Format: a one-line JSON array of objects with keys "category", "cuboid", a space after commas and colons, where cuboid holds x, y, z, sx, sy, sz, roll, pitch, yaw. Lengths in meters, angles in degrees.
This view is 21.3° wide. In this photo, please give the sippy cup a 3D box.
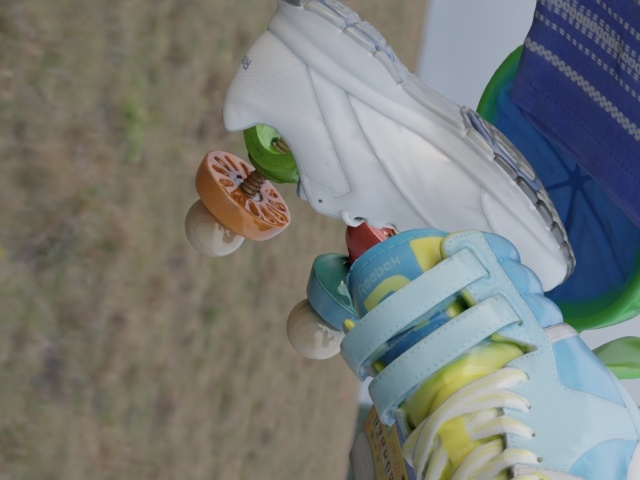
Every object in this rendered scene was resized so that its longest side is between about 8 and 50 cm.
[{"category": "sippy cup", "cuboid": [0.274, -0.054, 1.364, 0.305, 0.224, 0.240, -54, -128, 46]}]

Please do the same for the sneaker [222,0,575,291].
[{"category": "sneaker", "cuboid": [0.059, -0.056, 1.253, 0.129, 0.297, 0.111, -50, -176, 13]}]

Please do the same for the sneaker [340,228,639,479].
[{"category": "sneaker", "cuboid": [0.071, 0.103, 0.845, 0.127, 0.208, 0.319, -38, -178, 18]}]

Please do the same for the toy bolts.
[{"category": "toy bolts", "cuboid": [0.000, 0.000, 1.624, 0.158, 0.228, 0.218, -49, 151, 22]}]

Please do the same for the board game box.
[{"category": "board game box", "cuboid": [0.083, 0.257, 1.428, 0.165, 0.042, 0.243, 109, -29, -59]}]

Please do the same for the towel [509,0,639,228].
[{"category": "towel", "cuboid": [0.184, -0.160, 0.910, 0.243, 0.040, 0.336, -124, -150, -49]}]
